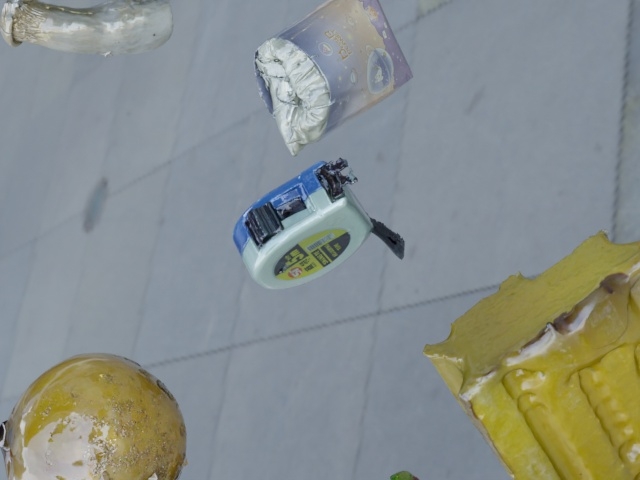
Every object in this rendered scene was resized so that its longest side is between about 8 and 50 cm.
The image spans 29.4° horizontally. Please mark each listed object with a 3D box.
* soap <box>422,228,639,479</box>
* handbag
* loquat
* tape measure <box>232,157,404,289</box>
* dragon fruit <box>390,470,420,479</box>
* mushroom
[{"bbox_3d":[0.290,0.162,1.321,0.259,0.281,0.143,-35,25,-5],"label":"soap"},{"bbox_3d":[0.010,-0.171,1.211,0.095,0.117,0.173,-11,21,49],"label":"handbag"},{"bbox_3d":[-0.282,0.253,1.524,0.235,0.235,0.235,-40,41,47],"label":"loquat"},{"bbox_3d":[0.000,0.000,1.892,0.215,0.351,0.098,-31,65,6],"label":"tape measure"},{"bbox_3d":[0.064,0.456,1.835,0.268,0.295,0.130,-38,73,20],"label":"dragon fruit"},{"bbox_3d":[-0.308,-0.285,1.609,0.081,0.223,0.092,136,123,-65],"label":"mushroom"}]
